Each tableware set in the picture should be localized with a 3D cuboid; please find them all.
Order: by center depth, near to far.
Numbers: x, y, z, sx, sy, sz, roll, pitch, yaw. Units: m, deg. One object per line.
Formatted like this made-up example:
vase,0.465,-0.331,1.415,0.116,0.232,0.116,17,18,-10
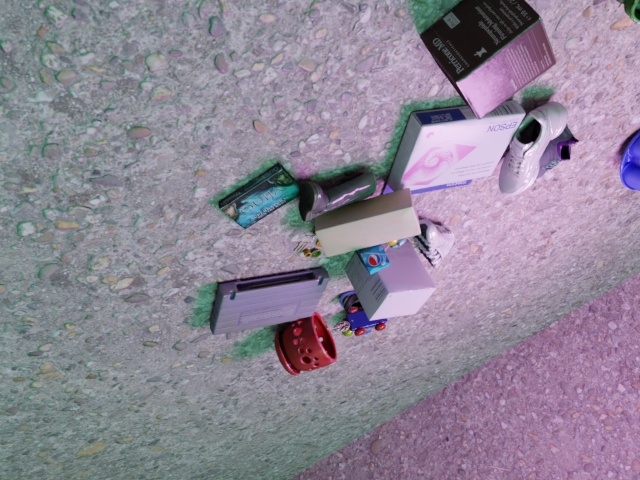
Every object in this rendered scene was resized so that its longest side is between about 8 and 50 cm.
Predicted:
tableware set,0.000,0.000,1.766,0.104,0.024,0.154,10,133,-43

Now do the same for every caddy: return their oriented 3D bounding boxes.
caddy,1.173,-0.280,2.031,0.341,0.179,0.242,-13,121,-19

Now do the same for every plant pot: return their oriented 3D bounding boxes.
plant pot,-0.057,0.367,2.096,0.174,0.191,0.191,-26,148,10

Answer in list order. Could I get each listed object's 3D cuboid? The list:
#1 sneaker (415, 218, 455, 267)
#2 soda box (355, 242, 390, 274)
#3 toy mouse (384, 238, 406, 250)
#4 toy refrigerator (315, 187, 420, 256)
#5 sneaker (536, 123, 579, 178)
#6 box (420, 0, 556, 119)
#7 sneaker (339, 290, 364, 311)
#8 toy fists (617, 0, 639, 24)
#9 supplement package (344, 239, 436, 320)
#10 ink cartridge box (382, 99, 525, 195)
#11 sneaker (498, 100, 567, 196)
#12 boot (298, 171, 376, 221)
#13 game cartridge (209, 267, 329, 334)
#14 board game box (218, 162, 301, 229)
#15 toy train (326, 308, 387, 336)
sneaker,0.371,-0.012,1.940,0.118,0.110,0.292,-36,155,2
soda box,0.142,0.031,1.747,0.067,0.210,0.071,-26,103,1
toy mouse,0.247,-0.028,1.843,0.143,0.031,0.161,-11,121,-59
toy refrigerator,0.128,-0.050,1.642,0.269,0.094,0.102,-14,129,14
sneaker,0.699,-0.249,1.818,0.083,0.098,0.224,-15,146,-15
box,0.362,-0.411,1.295,0.203,0.169,0.167,-36,147,15
sneaker,0.160,0.208,2.117,0.188,0.078,0.067,-15,146,-17
toy fists,0.726,-0.615,1.287,0.096,0.142,0.279,10,143,4
supplement package,0.220,0.124,1.924,0.194,0.203,0.149,-3,141,-31
ink cartridge box,0.355,-0.224,1.651,0.323,0.072,0.330,-12,144,-21
sneaker,0.566,-0.253,1.699,0.152,0.114,0.305,-18,140,-37
boot,0.051,-0.126,1.545,0.208,0.076,0.190,-16,168,-13
game cartridge,-0.164,0.192,1.897,0.354,0.068,0.230,-7,147,-26
board game box,-0.148,-0.108,1.511,0.186,0.026,0.126,-32,147,10
toy train,0.111,0.317,2.233,0.247,0.105,0.143,-10,158,-23
